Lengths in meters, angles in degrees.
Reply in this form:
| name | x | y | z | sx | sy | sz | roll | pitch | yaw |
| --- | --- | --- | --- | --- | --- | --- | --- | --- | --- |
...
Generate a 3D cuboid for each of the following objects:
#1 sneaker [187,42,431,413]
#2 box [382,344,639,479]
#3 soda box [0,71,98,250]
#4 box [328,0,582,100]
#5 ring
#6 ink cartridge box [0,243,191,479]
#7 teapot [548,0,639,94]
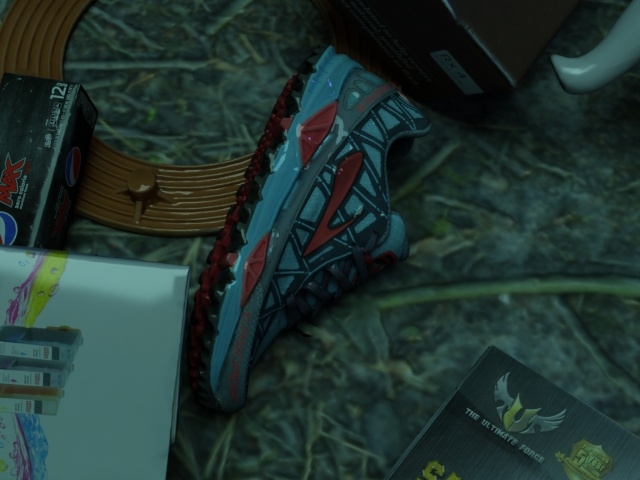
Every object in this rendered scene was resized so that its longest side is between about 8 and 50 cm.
| name | x | y | z | sx | sy | sz | roll | pitch | yaw |
| --- | --- | --- | --- | --- | --- | --- | --- | --- | --- |
| sneaker | 0.000 | 0.000 | 0.639 | 0.125 | 0.104 | 0.262 | 24 | 77 | -9 |
| box | 0.140 | 0.195 | 0.545 | 0.231 | 0.056 | 0.183 | 33 | 67 | 24 |
| soda box | -0.207 | -0.028 | 0.669 | 0.060 | 0.053 | 0.169 | 9 | 75 | 6 |
| box | 0.156 | -0.305 | 0.715 | 0.191 | 0.143 | 0.381 | 45 | 73 | -21 |
| ring | -0.100 | -0.155 | 0.769 | 0.336 | 0.032 | 0.337 | 0 | 61 | 0 |
| ink cartridge box | -0.166 | 0.068 | 0.558 | 0.176 | 0.128 | 0.128 | 7 | 86 | -8 |
| teapot | 0.336 | -0.097 | 0.643 | 0.256 | 0.252 | 0.187 | 40 | 108 | 52 |
